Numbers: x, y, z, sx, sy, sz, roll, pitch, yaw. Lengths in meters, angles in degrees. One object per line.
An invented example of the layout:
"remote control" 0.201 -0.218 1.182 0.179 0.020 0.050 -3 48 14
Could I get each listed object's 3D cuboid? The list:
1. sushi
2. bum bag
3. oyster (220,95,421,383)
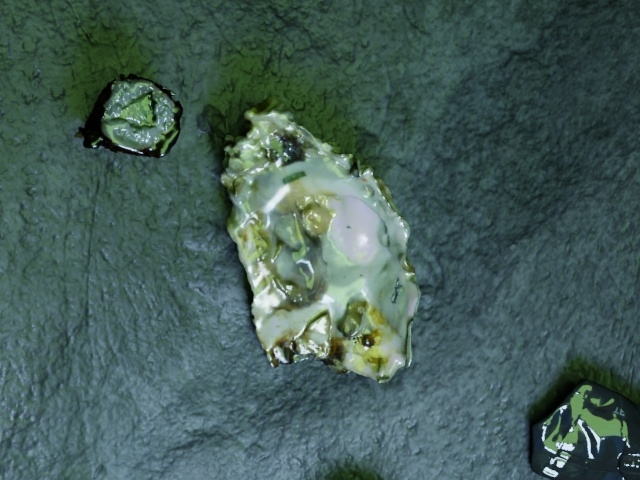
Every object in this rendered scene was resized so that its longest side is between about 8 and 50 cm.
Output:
"sushi" -0.206 -0.130 1.412 0.094 0.084 0.098 27 89 -20
"bum bag" 0.408 0.266 1.629 0.309 0.074 0.137 17 97 -17
"oyster" 0.002 -0.002 1.485 0.201 0.107 0.355 -13 109 3
